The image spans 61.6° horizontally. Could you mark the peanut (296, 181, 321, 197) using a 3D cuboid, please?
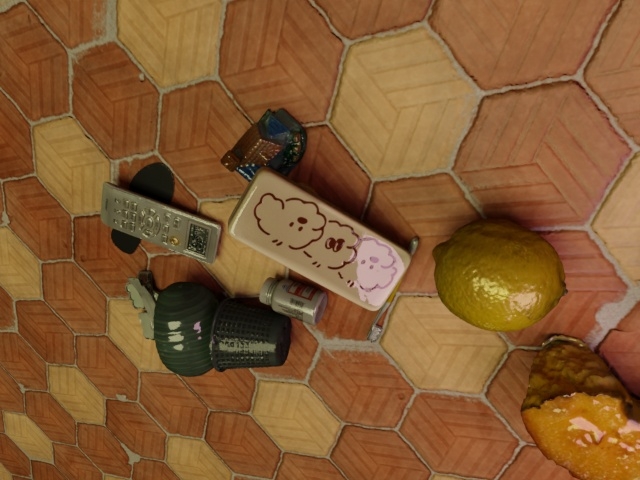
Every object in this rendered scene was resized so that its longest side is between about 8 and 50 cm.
[{"bbox_3d":[-0.011,-0.020,1.092,0.087,0.087,0.207,-15,110,31],"label":"peanut"}]

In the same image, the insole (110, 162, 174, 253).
[{"bbox_3d":[-0.442,-0.074,1.322,0.109,0.007,0.322,41,126,-1],"label":"insole"}]

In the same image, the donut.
[{"bbox_3d":[0.594,0.264,0.909,0.377,0.163,0.435,45,124,-4],"label":"donut"}]

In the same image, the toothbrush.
[{"bbox_3d":[0.152,0.111,1.124,0.024,0.021,0.288,20,124,2],"label":"toothbrush"}]

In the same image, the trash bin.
[{"bbox_3d":[-0.155,0.230,1.260,0.161,0.175,0.175,5,118,12],"label":"trash bin"}]

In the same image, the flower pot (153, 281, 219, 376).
[{"bbox_3d":[-0.315,0.215,1.305,0.157,0.189,0.243,-8,118,-9],"label":"flower pot"}]

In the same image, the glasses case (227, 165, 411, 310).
[{"bbox_3d":[0.000,0.000,1.015,0.336,0.076,0.144,28,101,-15],"label":"glasses case"}]

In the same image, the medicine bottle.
[{"bbox_3d":[-0.061,0.132,1.203,0.140,0.079,0.079,18,122,18],"label":"medicine bottle"}]

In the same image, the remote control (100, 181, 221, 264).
[{"bbox_3d":[-0.380,-0.047,1.278,0.313,0.055,0.109,20,117,7],"label":"remote control"}]

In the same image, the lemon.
[{"bbox_3d":[0.301,0.060,0.919,0.231,0.192,0.192,18,122,16],"label":"lemon"}]

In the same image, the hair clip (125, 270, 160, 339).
[{"bbox_3d":[-0.454,0.182,1.443,0.140,0.054,0.220,-1,118,22],"label":"hair clip"}]

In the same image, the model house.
[{"bbox_3d":[-0.116,-0.162,1.030,0.119,0.149,0.148,46,128,-4],"label":"model house"}]
